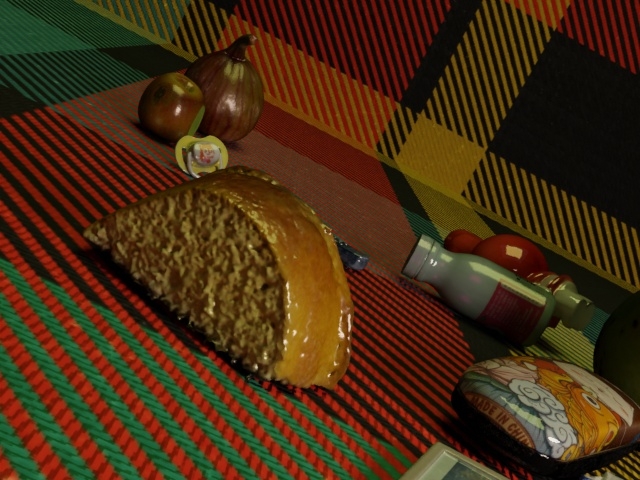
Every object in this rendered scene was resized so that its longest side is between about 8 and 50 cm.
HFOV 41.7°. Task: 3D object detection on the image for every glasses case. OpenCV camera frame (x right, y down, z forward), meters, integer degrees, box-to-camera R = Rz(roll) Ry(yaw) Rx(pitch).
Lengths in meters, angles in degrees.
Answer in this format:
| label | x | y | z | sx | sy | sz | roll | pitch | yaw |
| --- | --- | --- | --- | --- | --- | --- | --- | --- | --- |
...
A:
| label | x | y | z | sx | sy | sz | roll | pitch | yaw |
| --- | --- | --- | --- | --- | --- | --- | --- | --- | --- |
| glasses case | 0.241 | 0.174 | 0.850 | 0.122 | 0.082 | 0.321 | 34 | 13 | 34 |

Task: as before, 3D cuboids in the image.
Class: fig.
| label | x | y | z | sx | sy | sz | roll | pitch | yaw |
| --- | --- | --- | --- | --- | --- | --- | --- | --- | --- |
| fig | -0.174 | -0.296 | 1.566 | 0.175 | 0.207 | 0.175 | 17 | 17 | -5 |

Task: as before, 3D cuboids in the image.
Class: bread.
| label | x | y | z | sx | sy | sz | roll | pitch | yaw |
| --- | --- | --- | --- | --- | --- | --- | --- | --- | --- |
| bread | -0.070 | 0.009 | 0.721 | 0.260 | 0.134 | 0.129 | 33 | 14 | 20 |

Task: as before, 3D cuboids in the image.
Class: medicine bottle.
| label | x | y | z | sx | sy | sz | roll | pitch | yaw |
| --- | --- | --- | --- | --- | --- | --- | --- | --- | --- |
| medicine bottle | 0.228 | 0.069 | 1.228 | 0.217 | 0.090 | 0.090 | 28 | 12 | 2 |

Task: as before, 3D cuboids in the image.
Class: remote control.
| label | x | y | z | sx | sy | sz | roll | pitch | yaw |
| --- | --- | --- | --- | --- | --- | --- | --- | --- | --- |
| remote control | 0.000 | -0.002 | 1.175 | 0.152 | 0.027 | 0.043 | 32 | 19 | 23 |

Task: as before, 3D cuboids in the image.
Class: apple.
| label | x | y | z | sx | sy | sz | roll | pitch | yaw |
| --- | --- | --- | --- | --- | --- | --- | --- | --- | --- |
| apple | -0.236 | -0.212 | 1.329 | 0.099 | 0.102 | 0.114 | 30 | 13 | 2 |

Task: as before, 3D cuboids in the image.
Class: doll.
| label | x | y | z | sx | sy | sz | roll | pitch | yaw |
| --- | --- | --- | --- | --- | --- | --- | --- | --- | --- |
| doll | 0.305 | 0.055 | 1.373 | 0.290 | 0.130 | 0.161 | 31 | 11 | 39 |

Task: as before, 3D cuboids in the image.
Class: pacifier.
| label | x | y | z | sx | sy | sz | roll | pitch | yaw |
| --- | --- | --- | --- | --- | --- | --- | --- | --- | --- |
| pacifier | -0.177 | -0.116 | 1.219 | 0.083 | 0.068 | 0.064 | -5 | -5 | -33 |

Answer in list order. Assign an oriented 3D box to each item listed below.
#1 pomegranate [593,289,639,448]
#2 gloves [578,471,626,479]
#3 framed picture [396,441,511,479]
| label | x | y | z | sx | sy | sz | roll | pitch | yaw |
| --- | --- | --- | --- | --- | --- | --- | --- | --- | --- |
| pomegranate | 0.492 | 0.198 | 0.996 | 0.285 | 0.285 | 0.340 | 16 | 50 | -45 |
| gloves | 0.264 | 0.240 | 0.771 | 0.064 | 0.026 | 0.086 | 29 | 17 | 11 |
| framed picture | 0.113 | 0.201 | 0.558 | 0.150 | 0.015 | 0.203 | 26 | 13 | 21 |
